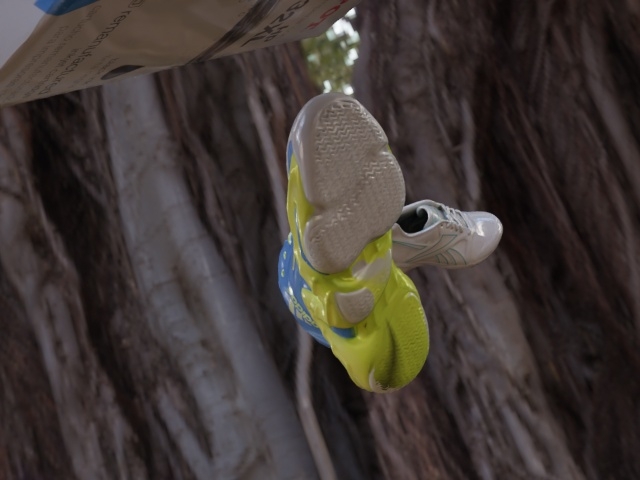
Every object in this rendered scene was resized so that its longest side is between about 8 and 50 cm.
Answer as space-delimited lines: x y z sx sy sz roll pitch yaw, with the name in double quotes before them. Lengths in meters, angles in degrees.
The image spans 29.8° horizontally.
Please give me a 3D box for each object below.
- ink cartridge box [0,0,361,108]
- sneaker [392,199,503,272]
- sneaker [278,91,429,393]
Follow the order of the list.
"ink cartridge box" -0.056 -0.198 0.664 0.223 0.129 0.307 -34 -7 42
"sneaker" 0.107 -0.007 1.082 0.152 0.053 0.061 -10 -39 -29
"sneaker" 0.000 0.000 0.875 0.091 0.126 0.240 -29 -59 -29
